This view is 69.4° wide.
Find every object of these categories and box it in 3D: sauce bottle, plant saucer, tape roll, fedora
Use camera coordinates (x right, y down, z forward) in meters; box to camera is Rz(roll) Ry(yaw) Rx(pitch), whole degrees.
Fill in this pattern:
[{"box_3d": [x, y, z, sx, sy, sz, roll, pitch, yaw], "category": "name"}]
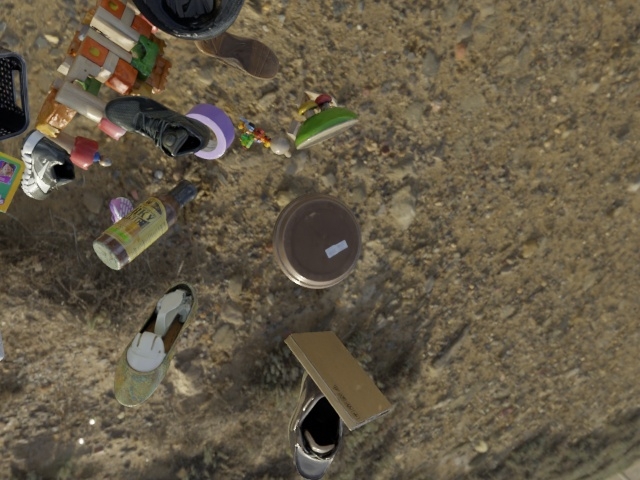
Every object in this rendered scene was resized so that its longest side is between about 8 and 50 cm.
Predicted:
[{"box_3d": [-0.504, -0.062, 1.367, 0.344, 0.111, 0.111, -53, 145, -38], "category": "sauce bottle"}, {"box_3d": [0.000, 0.000, 1.321, 0.278, 0.041, 0.278, 0, 89, -22], "category": "plant saucer"}, {"box_3d": [-0.418, -0.400, 1.699, 0.189, 0.080, 0.189, 11, 135, 12], "category": "tape roll"}, {"box_3d": [-0.336, -0.698, 1.175, 0.334, 0.152, 0.334, -4, 134, -4], "category": "fedora"}]

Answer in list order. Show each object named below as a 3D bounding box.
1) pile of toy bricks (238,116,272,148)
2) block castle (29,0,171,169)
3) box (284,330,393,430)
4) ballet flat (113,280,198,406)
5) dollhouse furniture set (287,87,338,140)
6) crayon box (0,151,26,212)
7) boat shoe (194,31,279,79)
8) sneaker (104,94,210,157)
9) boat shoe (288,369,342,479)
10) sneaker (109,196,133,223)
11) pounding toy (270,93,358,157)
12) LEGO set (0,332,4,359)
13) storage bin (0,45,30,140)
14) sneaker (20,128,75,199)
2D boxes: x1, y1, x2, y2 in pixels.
[{"box_3d": [-0.300, -0.439, 1.970, 0.105, 0.212, 0.118, -55, 143, 4], "category": "pile of toy bricks"}, {"box_3d": [-0.562, -0.441, 1.240, 0.303, 0.453, 0.213, -19, 145, 42], "category": "block castle"}, {"box_3d": [0.038, 0.256, 0.882, 0.021, 0.201, 0.164, -50, 151, 15], "category": "box"}, {"box_3d": [-0.410, 0.238, 1.166, 0.123, 0.348, 0.123, 10, 132, 11], "category": "ballet flat"}, {"box_3d": [-0.016, -0.398, 1.560, 0.151, 0.123, 0.144, -66, 156, -3], "category": "dollhouse furniture set"}, {"box_3d": [-0.999, -0.202, 1.293, 0.278, 0.081, 0.165, 34, 77, -62], "category": "crayon box"}, {"box_3d": [-0.308, -0.682, 1.668, 0.342, 0.123, 0.123, 5, 113, -40], "category": "boat shoe"}, {"box_3d": [-0.355, -0.248, 1.003, 0.227, 0.130, 0.087, 19, 108, -17], "category": "sneaker"}, {"box_3d": [-0.014, 0.447, 1.090, 0.132, 0.130, 0.355, 6, 114, 1], "category": "boat shoe"}, {"box_3d": [-0.813, -0.101, 1.892, 0.104, 0.095, 0.236, 6, 159, 5], "category": "sneaker"}, {"box_3d": [-0.026, -0.320, 1.237, 0.237, 0.183, 0.110, -23, 95, 11], "category": "pounding toy"}, {"box_3d": [-0.546, 0.137, 0.692, 0.182, 0.244, 0.060, -40, 147, 2], "category": "LEGO set"}, {"box_3d": [-0.486, -0.188, 0.596, 0.180, 0.084, 0.122, -52, 165, -55], "category": "storage bin"}, {"box_3d": [-0.633, -0.152, 1.082, 0.106, 0.078, 0.234, 28, 141, -13], "category": "sneaker"}]
